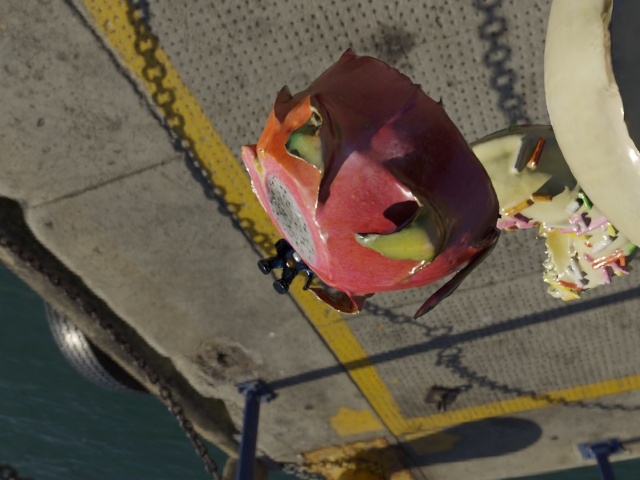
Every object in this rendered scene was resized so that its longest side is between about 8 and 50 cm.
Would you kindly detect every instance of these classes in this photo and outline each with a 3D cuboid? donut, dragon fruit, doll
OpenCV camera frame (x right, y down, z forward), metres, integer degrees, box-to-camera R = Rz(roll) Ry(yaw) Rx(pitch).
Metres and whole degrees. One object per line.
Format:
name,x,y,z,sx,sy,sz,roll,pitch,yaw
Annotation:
donut,0.346,-0.038,1.083,0.370,0.150,0.307,19,143,-16
dragon fruit,0.039,-0.052,0.745,0.189,0.290,0.291,-38,133,-13
doll,0.000,0.000,1.010,0.096,0.195,0.070,54,160,-1

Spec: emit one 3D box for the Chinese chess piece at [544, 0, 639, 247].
Chinese chess piece,0.242,-0.095,0.344,0.249,0.250,0.103,-4,178,6
